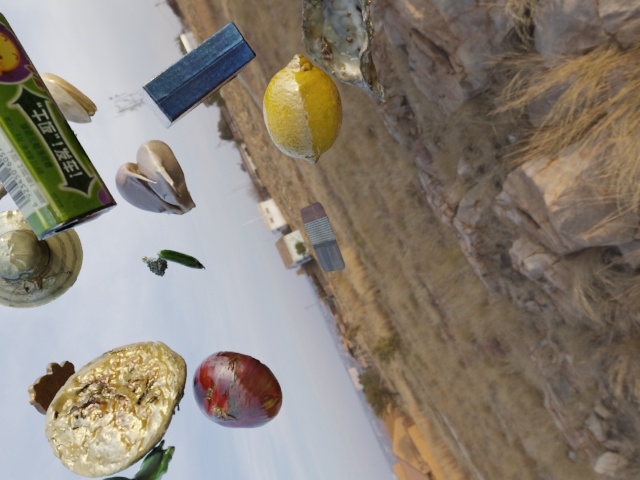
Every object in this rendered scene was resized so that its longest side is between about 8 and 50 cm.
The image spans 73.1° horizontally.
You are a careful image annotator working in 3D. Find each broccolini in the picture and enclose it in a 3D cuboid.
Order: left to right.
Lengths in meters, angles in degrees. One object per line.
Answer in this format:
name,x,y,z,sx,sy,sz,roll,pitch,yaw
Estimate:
broccolini,-0.705,0.095,1.786,0.074,0.079,0.392,33,162,-28

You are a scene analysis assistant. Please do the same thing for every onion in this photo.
onion,-0.222,0.400,1.129,0.248,0.247,0.161,68,-144,-45

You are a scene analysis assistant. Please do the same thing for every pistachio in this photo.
pistachio,-0.847,-0.465,1.424,0.200,0.117,0.145,35,163,-12

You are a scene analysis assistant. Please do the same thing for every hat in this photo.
hat,-0.700,0.036,1.004,0.252,0.251,0.110,66,164,-3

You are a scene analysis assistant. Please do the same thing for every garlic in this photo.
garlic,-0.570,-0.195,1.443,0.340,0.231,0.246,160,87,-80

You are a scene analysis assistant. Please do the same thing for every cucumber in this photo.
cucumber,-0.401,0.054,1.259,0.155,0.037,0.037,24,-154,-37

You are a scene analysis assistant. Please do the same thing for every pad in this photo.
pad,0.022,-0.009,1.439,0.323,0.055,0.250,175,73,-78

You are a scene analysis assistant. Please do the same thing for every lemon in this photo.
lemon,-0.039,-0.304,1.023,0.188,0.188,0.257,-119,19,-58

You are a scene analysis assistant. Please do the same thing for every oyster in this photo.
oyster,0.054,-0.529,1.093,0.204,0.111,0.396,15,144,31

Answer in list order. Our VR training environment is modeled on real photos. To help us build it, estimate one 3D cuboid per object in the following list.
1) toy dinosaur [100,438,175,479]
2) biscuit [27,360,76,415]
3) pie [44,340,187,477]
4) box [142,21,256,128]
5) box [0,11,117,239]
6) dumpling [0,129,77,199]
toy dinosaur,-0.370,0.440,0.759,0.374,0.143,0.500,-55,-15,-53
biscuit,-0.874,0.489,1.423,0.225,0.036,0.166,-95,-13,-79
pie,-0.476,0.380,1.033,0.077,0.338,0.339,82,166,-45
box,-0.335,-0.434,1.164,0.116,0.279,0.261,53,168,-20
box,-0.473,-0.176,0.684,0.346,0.097,0.134,62,-146,-11
dumpling,-0.876,-0.243,1.274,0.166,0.332,0.086,39,167,47
